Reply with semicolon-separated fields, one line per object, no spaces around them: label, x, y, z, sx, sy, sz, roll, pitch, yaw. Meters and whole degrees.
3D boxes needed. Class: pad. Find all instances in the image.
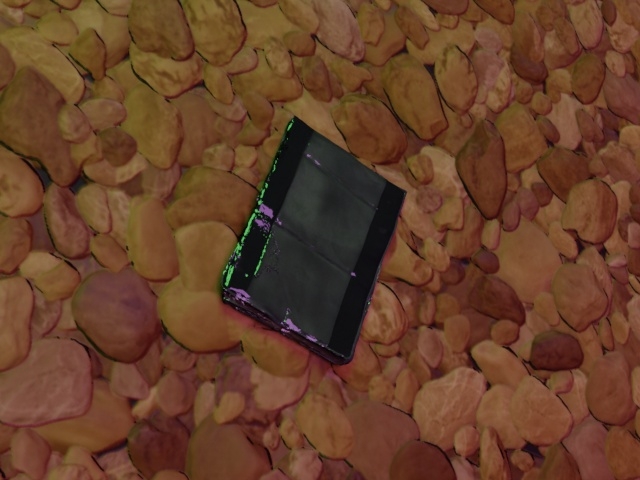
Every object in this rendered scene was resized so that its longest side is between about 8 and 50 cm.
pad;0.000;0.000;1.090;0.174;0.022;0.233;33;61;-21
